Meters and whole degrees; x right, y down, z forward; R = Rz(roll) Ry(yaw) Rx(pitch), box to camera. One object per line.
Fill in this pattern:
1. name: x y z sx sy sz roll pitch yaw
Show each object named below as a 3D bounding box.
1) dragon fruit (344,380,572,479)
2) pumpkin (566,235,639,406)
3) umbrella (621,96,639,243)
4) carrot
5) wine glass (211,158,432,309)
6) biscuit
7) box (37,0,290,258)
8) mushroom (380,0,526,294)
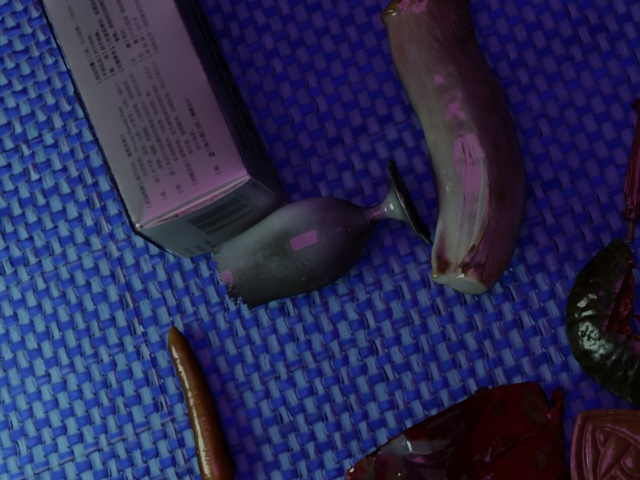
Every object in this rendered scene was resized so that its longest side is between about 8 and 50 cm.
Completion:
1. dragon fruit: 0.150 0.255 1.707 0.274 0.126 0.161 -31 73 7
2. pumpkin: 0.307 0.099 1.703 0.107 0.119 0.183 -30 68 5
3. umbrella: 0.334 -0.076 1.778 0.027 0.025 0.165 2 77 34
4. carrot: -0.132 0.180 1.843 0.037 0.037 0.190 -20 71 10
5. wine glass: 0.000 0.000 1.810 0.222 0.103 0.103 -23 75 9
6. biscuit: 0.335 0.253 1.683 0.220 0.029 0.142 43 83 4
7. box: -0.175 -0.162 1.844 0.145 0.173 0.333 -26 75 6
8. mushroom: 0.145 -0.114 1.793 0.122 0.095 0.351 -6 73 -14
